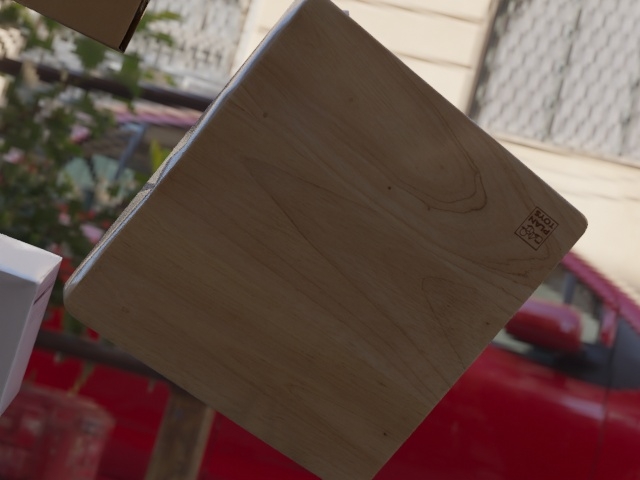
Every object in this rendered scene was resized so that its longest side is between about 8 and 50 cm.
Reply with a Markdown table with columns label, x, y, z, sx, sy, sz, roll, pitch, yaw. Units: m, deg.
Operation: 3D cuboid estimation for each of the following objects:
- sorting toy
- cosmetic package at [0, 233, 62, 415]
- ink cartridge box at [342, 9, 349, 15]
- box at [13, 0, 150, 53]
| label | x | y | z | sx | sy | sz | roll | pitch | yaw |
| --- | --- | --- | --- | --- | --- | --- | --- | --- | --- |
| sorting toy | 0.000 | 0.000 | 0.966 | 0.257 | 0.255 | 0.089 | 37 | 8 | -24 |
| cosmetic package | -0.508 | 0.100 | 1.971 | 0.224 | 0.225 | 0.138 | 21 | 15 | -1 |
| ink cartridge box | 0.009 | -0.094 | 1.285 | 0.046 | 0.207 | 0.097 | -3 | -15 | -4 |
| box | -0.256 | -0.309 | 1.502 | 0.201 | 0.164 | 0.021 | 27 | 1 | 16 |
